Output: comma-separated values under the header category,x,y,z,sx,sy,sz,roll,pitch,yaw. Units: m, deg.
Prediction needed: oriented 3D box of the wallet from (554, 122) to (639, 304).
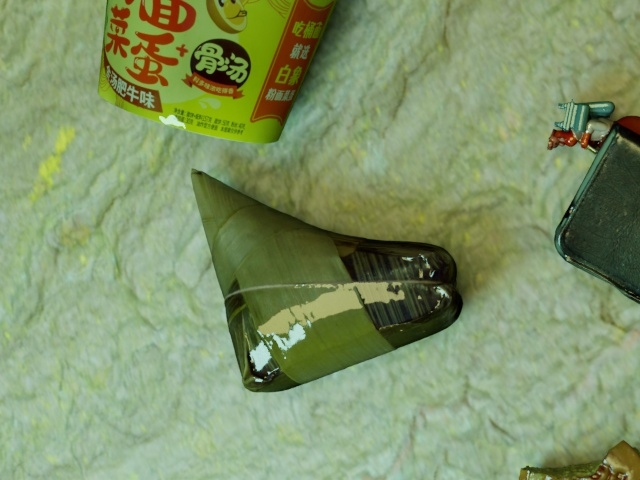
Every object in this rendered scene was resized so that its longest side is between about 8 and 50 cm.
category,x,y,z,sx,sy,sz,roll,pitch,yaw
wallet,0.428,0.015,1.400,0.318,0.045,0.172,28,107,8

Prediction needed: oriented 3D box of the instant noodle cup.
category,x,y,z,sx,sy,sz,roll,pitch,yaw
instant noodle cup,-0.129,-0.255,1.527,0.311,0.311,0.222,20,105,20

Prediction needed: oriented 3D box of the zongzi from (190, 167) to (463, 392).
category,x,y,z,sx,sy,sz,roll,pitch,yaw
zongzi,0.000,0.000,1.537,0.289,0.154,0.318,-22,74,10

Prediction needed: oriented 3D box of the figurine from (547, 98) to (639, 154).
category,x,y,z,sx,sy,sz,roll,pitch,yaw
figurine,0.336,-0.120,1.456,0.140,0.068,0.075,17,93,14

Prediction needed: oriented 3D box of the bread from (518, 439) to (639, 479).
category,x,y,z,sx,sy,sz,roll,pitch,yaw
bread,0.306,0.301,1.435,0.156,0.086,0.125,-20,82,19
